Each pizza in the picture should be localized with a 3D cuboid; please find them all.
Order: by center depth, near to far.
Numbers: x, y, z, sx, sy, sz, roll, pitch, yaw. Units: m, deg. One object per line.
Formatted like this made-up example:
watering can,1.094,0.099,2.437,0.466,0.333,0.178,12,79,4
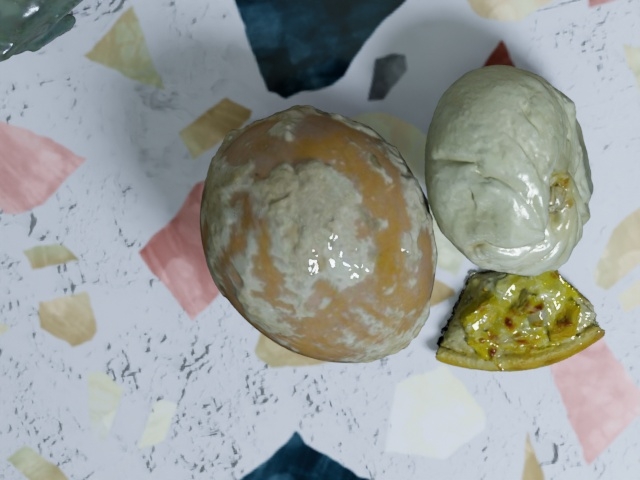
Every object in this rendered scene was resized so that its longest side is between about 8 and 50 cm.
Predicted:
pizza,0.177,0.073,1.552,0.160,0.036,0.099,-10,105,14

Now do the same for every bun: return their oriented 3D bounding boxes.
bun,0.171,-0.057,1.450,0.111,0.164,0.188,6,107,46

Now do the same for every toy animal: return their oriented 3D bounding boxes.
toy animal,-0.308,-0.285,1.490,0.125,0.127,0.251,-37,94,22

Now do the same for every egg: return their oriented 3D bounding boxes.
egg,0.000,0.000,1.477,0.203,0.203,0.245,-28,110,18
